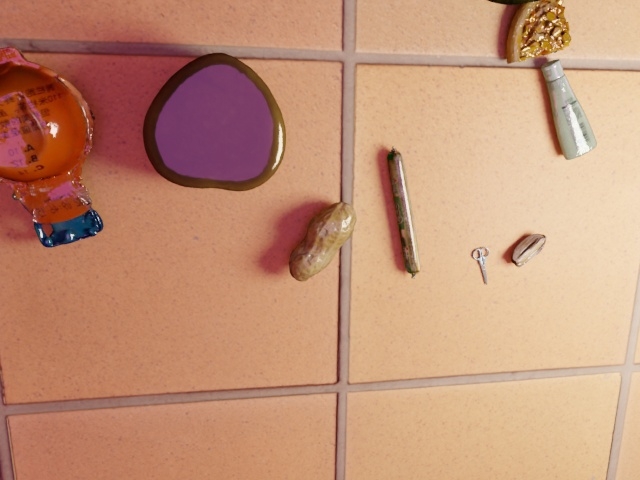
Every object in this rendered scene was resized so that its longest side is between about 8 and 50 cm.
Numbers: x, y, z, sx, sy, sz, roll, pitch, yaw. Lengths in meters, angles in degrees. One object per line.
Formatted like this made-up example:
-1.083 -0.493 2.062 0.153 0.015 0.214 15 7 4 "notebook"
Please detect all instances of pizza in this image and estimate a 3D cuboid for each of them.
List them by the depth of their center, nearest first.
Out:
0.415 -0.393 1.029 0.131 0.041 0.178 37 95 -17 "pizza"

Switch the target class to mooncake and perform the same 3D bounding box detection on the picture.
-0.177 -0.198 0.938 0.234 0.117 0.235 -2 102 -10 "mooncake"

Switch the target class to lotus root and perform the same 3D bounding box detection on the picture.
0.426 0.018 1.136 0.083 0.030 0.037 -41 136 5 "lotus root"

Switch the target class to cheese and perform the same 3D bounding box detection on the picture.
-0.465 -0.141 0.902 0.217 0.129 0.329 -18 118 -8 "cheese"

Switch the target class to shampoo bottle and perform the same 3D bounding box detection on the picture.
0.475 -0.255 1.072 0.069 0.041 0.191 -27 106 3 "shampoo bottle"

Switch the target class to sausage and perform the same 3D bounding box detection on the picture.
0.163 -0.051 1.074 0.032 0.033 0.269 -13 105 -6 "sausage"

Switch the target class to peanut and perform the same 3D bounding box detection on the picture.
0.000 0.000 1.036 0.080 0.080 0.174 34 95 -15 "peanut"

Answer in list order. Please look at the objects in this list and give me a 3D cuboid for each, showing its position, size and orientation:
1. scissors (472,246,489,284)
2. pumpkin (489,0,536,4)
0.336 0.054 1.142 0.036 0.006 0.083 -15 106 -3 "scissors"
0.324 -0.534 0.902 0.139 0.190 0.281 -18 105 -4 "pumpkin"
